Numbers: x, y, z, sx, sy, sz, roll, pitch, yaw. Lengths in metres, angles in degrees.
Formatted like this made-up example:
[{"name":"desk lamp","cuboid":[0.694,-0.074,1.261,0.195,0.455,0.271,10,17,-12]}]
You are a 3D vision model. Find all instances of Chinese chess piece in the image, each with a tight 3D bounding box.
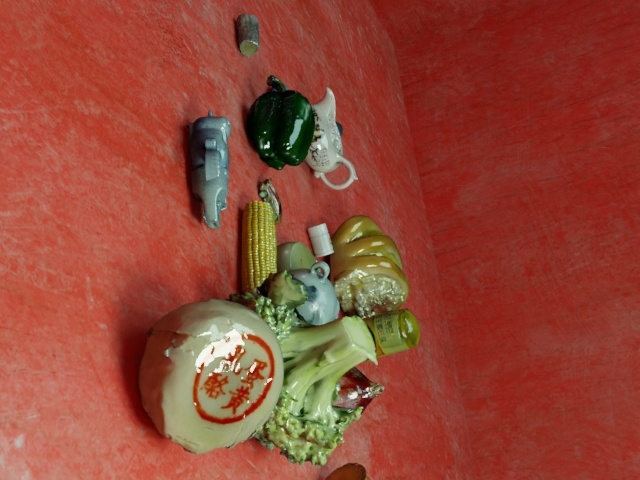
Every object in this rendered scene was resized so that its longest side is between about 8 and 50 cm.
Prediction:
[{"name":"Chinese chess piece","cuboid":[-0.064,0.096,1.865,0.188,0.083,0.188,47,35,-50]}]

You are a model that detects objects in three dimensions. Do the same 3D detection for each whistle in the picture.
[{"name":"whistle","cuboid":[-0.225,-0.152,1.571,0.180,0.093,0.269,97,-13,-70]},{"name":"whistle","cuboid":[-0.052,0.167,1.713,0.163,0.289,0.163,23,24,-11]}]

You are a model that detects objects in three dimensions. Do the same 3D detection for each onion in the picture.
[{"name":"onion","cuboid":[0.062,0.366,1.830,0.159,0.195,0.159,34,48,-50]}]

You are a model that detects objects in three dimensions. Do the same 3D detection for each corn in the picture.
[{"name":"corn","cuboid":[-0.138,0.022,1.702,0.081,0.081,0.248,50,31,-51]}]

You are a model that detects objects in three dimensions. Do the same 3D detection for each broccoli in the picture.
[{"name":"broccoli","cuboid":[-0.064,0.242,1.480,0.338,0.317,0.277,41,19,27]}]

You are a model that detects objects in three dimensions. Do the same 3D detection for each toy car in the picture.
[{"name":"toy car","cuboid":[-0.120,-0.097,1.916,0.059,0.035,0.122,-74,142,-63]}]

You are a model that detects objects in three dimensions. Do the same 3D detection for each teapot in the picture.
[{"name":"teapot","cuboid":[0.015,-0.294,2.287,0.208,0.166,0.299,8,57,-82]}]

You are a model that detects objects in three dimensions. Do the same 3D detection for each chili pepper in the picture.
[{"name":"chili pepper","cuboid":[-0.097,-0.315,1.949,0.174,0.165,0.261,39,50,-48]}]

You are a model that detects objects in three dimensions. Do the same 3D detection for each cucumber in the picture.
[{"name":"cucumber","cuboid":[-0.195,-0.549,2.027,0.064,0.064,0.112,41,40,-59]}]

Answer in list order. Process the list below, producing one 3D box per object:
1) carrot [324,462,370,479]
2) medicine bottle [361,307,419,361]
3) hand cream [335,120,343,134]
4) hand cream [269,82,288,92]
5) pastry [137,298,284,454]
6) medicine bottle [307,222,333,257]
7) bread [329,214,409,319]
[{"name":"carrot","cuboid":[0.091,0.662,1.735,0.254,0.196,0.196,57,24,-20]},{"name":"medicine bottle","cuboid":[0.160,0.268,2.117,0.124,0.239,0.124,-18,90,-72]},{"name":"hand cream","cuboid":[0.044,-0.373,2.498,0.088,0.055,0.256,53,5,-1]},{"name":"hand cream","cuboid":[-0.131,-0.372,2.101,0.224,0.048,0.083,-77,147,-46]},{"name":"pastry","cuboid":[-0.175,0.221,1.241,0.265,0.133,0.264,-14,113,-36]},{"name":"medicine bottle","cuboid":[0.000,0.000,2.149,0.057,0.057,0.089,-26,99,-71]},{"name":"bread","cuboid":[0.150,0.081,2.260,0.315,0.211,0.270,65,19,-50]}]
